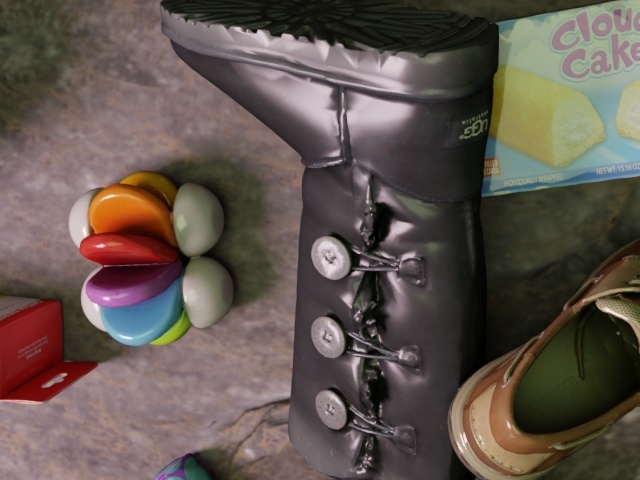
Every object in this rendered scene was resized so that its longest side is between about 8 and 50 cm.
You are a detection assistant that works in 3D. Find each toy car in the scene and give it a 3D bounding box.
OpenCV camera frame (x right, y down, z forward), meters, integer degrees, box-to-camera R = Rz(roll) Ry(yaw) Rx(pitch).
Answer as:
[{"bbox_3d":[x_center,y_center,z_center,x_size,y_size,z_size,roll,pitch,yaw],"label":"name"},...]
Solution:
[{"bbox_3d":[-0.182,0.025,0.966,0.159,0.136,0.181,-3,101,15],"label":"toy car"}]

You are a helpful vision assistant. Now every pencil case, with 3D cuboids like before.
[{"bbox_3d":[-0.122,0.306,1.051,0.070,0.064,0.151,-41,89,-1],"label":"pencil case"}]

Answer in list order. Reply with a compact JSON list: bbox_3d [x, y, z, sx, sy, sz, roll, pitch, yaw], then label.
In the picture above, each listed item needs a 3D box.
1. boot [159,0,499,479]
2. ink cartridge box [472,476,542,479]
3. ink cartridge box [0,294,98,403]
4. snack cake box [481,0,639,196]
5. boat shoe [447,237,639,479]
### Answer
[{"bbox_3d":[0.001,0.001,0.911,0.367,0.146,0.445,26,131,42],"label":"boot"},{"bbox_3d":[0.066,0.353,0.982,0.354,0.119,0.207,-13,101,16],"label":"ink cartridge box"},{"bbox_3d":[-0.372,0.110,1.035,0.231,0.134,0.078,4,102,13],"label":"ink cartridge box"},{"bbox_3d":[0.235,-0.132,0.850,0.265,0.089,0.152,-7,101,16],"label":"snack cake box"},{"bbox_3d":[0.252,0.085,0.797,0.324,0.120,0.122,-37,80,-21],"label":"boat shoe"}]
